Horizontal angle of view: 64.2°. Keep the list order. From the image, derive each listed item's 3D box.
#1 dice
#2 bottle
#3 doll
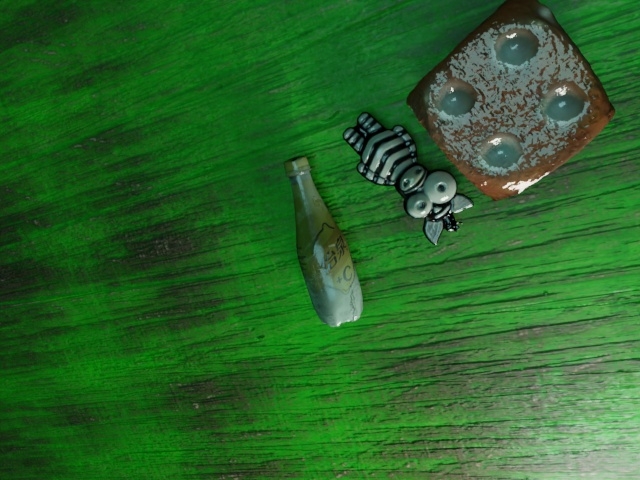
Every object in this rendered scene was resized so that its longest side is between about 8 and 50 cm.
[{"bbox_3d":[0.224,-0.169,0.611,0.174,0.175,0.179,-41,91,25],"label":"dice"},{"bbox_3d":[0.000,0.000,0.798,0.083,0.083,0.269,-12,100,22],"label":"bottle"},{"bbox_3d":[0.125,-0.093,0.731,0.219,0.067,0.091,44,96,-2],"label":"doll"}]
